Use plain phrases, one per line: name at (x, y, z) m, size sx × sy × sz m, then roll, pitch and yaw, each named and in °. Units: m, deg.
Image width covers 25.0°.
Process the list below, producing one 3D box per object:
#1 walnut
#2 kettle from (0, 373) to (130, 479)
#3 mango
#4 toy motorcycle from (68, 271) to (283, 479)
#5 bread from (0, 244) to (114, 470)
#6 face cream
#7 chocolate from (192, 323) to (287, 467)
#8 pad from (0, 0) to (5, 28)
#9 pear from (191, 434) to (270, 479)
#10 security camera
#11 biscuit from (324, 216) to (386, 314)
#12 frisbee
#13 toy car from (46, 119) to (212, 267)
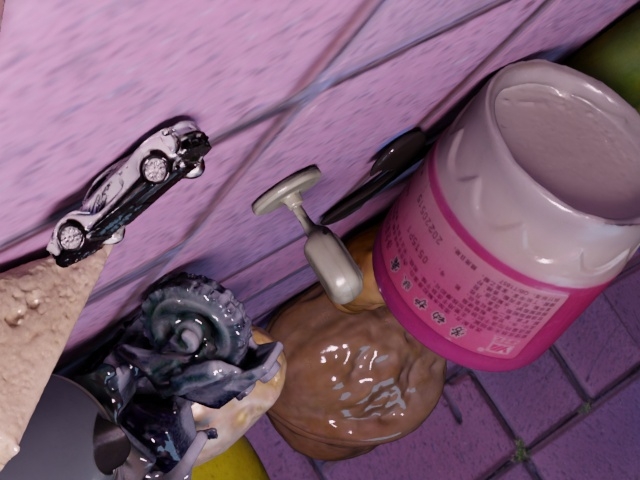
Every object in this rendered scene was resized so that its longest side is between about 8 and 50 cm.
walnut at (0.037, 0.164, 1.896) m, size 0.273 × 0.227 × 0.273 m, roll -27°, pitch 174°, yaw -3°
kettle at (-0.253, 0.176, 0.940) m, size 0.210 × 0.160 × 0.243 m, roll -15°, pitch -175°, yaw 15°
mango at (0.273, -0.145, 1.260) m, size 0.137 × 0.091 × 0.237 m, roll -37°, pitch 179°, yaw -39°
toy motorcycle at (-0.125, 0.131, 1.119) m, size 0.270 × 0.159 × 0.106 m, roll -35°, pitch -165°, yaw 38°
bread at (-0.178, 0.039, 0.709) m, size 0.077 × 0.105 × 0.152 m, roll -38°, pitch -156°, yaw 39°
face cream at (0.155, -0.018, 1.135) m, size 0.175 × 0.175 × 0.195 m, roll -28°, pitch 159°, yaw -41°
chocolate at (-0.172, 0.162, 1.273) m, size 0.309 × 0.134 × 0.134 m, roll -30°, pitch 174°, yaw 2°
pad at (-0.194, 0.010, 0.464) m, size 0.202 × 0.005 × 0.300 m, roll -30°, pitch 174°, yaw -22°
pear at (-0.176, 0.277, 1.443) m, size 0.294 × 0.294 × 0.294 m, roll -32°, pitch 174°, yaw -4°
security camera at (0.000, 0.000, 0.986) m, size 0.058 × 0.092 × 0.058 m, roll -33°, pitch 173°, yaw -5°
biscuit at (0.208, -0.037, 1.548) m, size 0.446 × 0.104 × 0.429 m, roll -30°, pitch -176°, yaw -43°
frisbee at (0.088, -0.077, 1.220) m, size 0.187 × 0.012 × 0.211 m, roll -31°, pitch 174°, yaw -24°
toy car at (-0.090, -0.021, 0.658) m, size 0.093 × 0.025 × 0.041 m, roll -38°, pitch 172°, yaw 15°
